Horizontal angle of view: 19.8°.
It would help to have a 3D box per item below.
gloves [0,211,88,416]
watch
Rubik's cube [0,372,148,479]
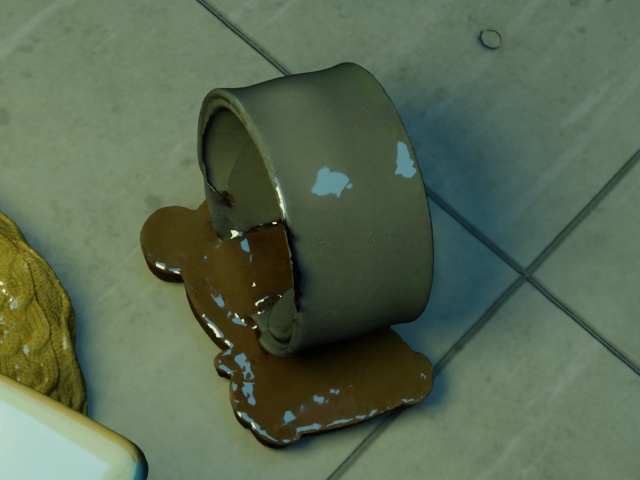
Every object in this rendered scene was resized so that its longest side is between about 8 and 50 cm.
[{"bbox_3d":[-0.351,0.094,1.859,0.203,0.155,0.356,-26,75,-17],"label":"gloves"},{"bbox_3d":[0.000,0.000,1.872,0.314,0.327,0.335,-14,68,-16],"label":"watch"},{"bbox_3d":[-0.365,0.268,1.571,0.347,0.352,0.351,25,81,-3],"label":"Rubik's cube"}]
